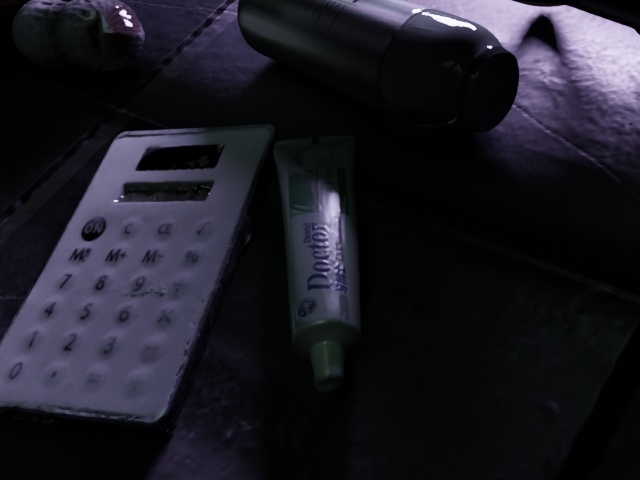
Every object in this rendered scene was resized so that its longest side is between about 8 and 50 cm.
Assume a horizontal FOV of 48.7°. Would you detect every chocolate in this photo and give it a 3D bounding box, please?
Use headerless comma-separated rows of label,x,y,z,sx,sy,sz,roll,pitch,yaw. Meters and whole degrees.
chocolate,-0.243,-0.207,0.709,0.166,0.072,0.072,9,56,31

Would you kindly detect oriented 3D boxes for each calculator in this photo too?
calculator,-0.131,0.010,0.516,0.161,0.021,0.262,0,52,22

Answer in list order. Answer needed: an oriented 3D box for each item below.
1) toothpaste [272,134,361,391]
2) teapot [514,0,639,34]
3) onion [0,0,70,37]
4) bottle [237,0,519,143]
toothpaste,0.000,0.000,0.461,0.064,0.041,0.218,-5,47,2
teapot,0.110,-0.231,0.414,0.343,0.300,0.254,17,87,-11
onion,-0.353,-0.338,0.785,0.246,0.190,0.247,-14,60,27
bottle,0.029,-0.146,0.543,0.253,0.079,0.096,33,80,38
